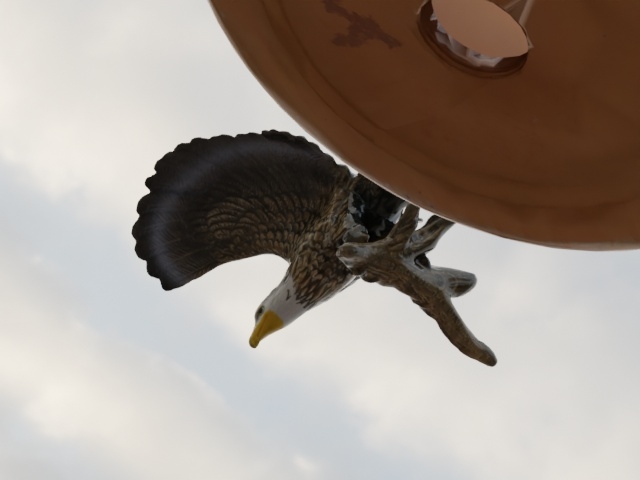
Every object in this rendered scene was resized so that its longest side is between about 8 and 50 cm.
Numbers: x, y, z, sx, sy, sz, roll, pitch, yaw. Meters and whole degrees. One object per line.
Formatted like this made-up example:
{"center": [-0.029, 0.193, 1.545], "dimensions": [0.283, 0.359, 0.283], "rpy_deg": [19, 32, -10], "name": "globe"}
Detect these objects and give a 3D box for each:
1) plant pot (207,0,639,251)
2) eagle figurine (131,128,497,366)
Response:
{"center": [0.091, -0.133, 0.405], "dimensions": [0.291, 0.203, 0.291], "rpy_deg": [23, -28, 13], "name": "plant pot"}
{"center": [-0.009, 0.006, 1.070], "dimensions": [0.298, 0.225, 0.226], "rpy_deg": [14, -61, 58], "name": "eagle figurine"}
